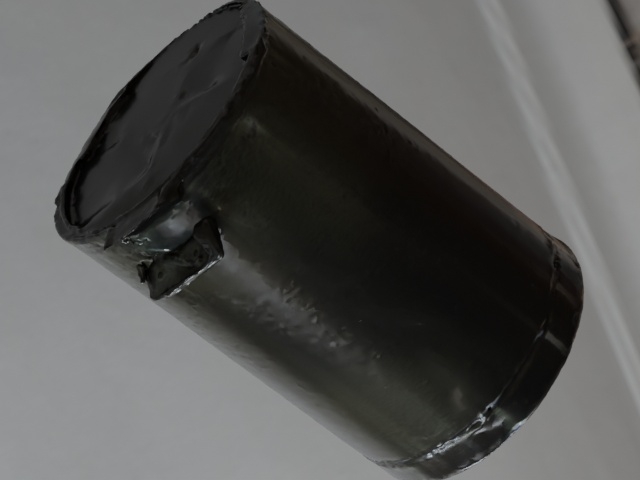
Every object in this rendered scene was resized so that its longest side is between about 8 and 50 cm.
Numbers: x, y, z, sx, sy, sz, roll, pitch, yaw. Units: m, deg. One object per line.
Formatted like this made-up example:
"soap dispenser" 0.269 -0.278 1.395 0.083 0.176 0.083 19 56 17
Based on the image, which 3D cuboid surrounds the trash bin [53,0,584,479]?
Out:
"trash bin" 0.000 0.000 1.323 0.301 0.203 0.252 37 -150 -26
